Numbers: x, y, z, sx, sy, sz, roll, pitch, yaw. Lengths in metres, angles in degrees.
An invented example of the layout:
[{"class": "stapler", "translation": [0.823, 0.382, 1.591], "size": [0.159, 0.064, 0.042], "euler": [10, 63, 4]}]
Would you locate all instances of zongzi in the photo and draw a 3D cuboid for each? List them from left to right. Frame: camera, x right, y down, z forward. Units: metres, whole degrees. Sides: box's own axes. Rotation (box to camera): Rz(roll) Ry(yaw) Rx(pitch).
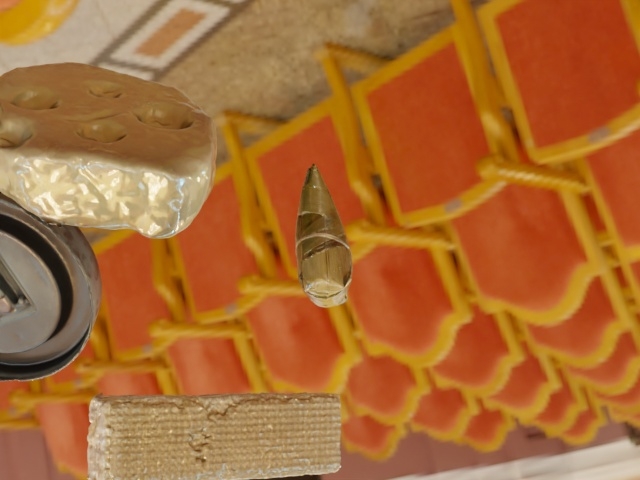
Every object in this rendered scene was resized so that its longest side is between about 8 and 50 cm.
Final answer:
[{"class": "zongzi", "translation": [0.000, 0.000, 1.686], "size": [0.078, 0.176, 0.160], "euler": [-8, 167, -4]}]

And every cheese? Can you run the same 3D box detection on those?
[{"class": "cheese", "translation": [-0.280, -0.119, 1.553], "size": [0.318, 0.326, 0.115], "euler": [-13, 127, -40]}]

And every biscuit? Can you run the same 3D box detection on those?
[{"class": "biscuit", "translation": [-0.156, 0.302, 1.887], "size": [0.426, 0.144, 0.078], "euler": [2, 175, -35]}]

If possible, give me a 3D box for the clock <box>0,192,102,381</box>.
[{"class": "clock", "translation": [-0.474, 0.059, 1.769], "size": [0.325, 0.325, 0.067], "euler": [-18, -155, 21]}]
